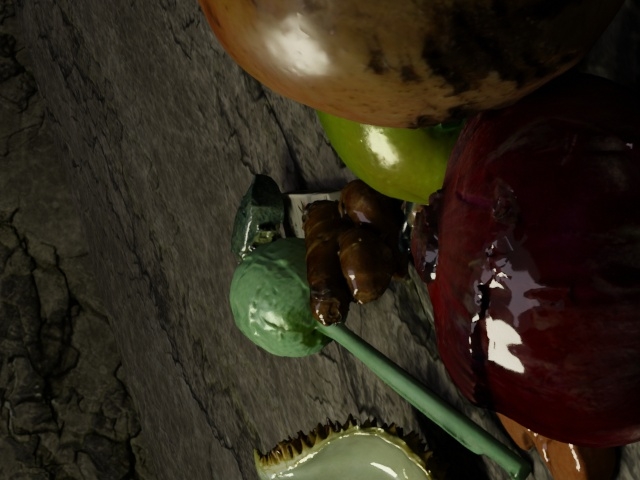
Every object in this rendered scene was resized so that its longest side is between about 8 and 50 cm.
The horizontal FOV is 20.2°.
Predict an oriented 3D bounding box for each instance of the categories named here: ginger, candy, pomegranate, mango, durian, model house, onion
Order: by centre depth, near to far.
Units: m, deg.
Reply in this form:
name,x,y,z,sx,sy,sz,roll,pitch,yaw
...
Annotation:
name,x,y,z,sx,sy,sz,roll,pitch,yaw
pomegranate,0.060,-0.226,1.064,0.322,0.322,0.322,165,90,-73
onion,0.153,0.010,1.144,0.246,0.190,0.246,180,90,-85
mango,0.059,-0.163,1.359,0.343,0.156,0.192,-104,4,-46
candy,0.054,0.113,1.691,0.440,0.119,0.119,34,137,49
ginger,0.036,0.010,1.699,0.073,0.103,0.162,39,-148,-32
durian,0.059,0.242,1.706,0.252,0.139,0.144,41,180,18
model house,-0.060,-0.019,1.963,0.078,0.066,0.083,-107,28,-55

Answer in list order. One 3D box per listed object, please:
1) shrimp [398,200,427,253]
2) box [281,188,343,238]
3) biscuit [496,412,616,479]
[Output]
name,x,y,z,sx,sy,sz,roll,pitch,yaw
shrimp,0.082,-0.086,1.535,0.219,0.046,0.152,99,151,-45
box,0.000,-0.001,1.909,0.198,0.029,0.109,-176,71,-73
biscuit,0.152,0.061,1.437,0.306,0.043,0.284,-165,62,-71
